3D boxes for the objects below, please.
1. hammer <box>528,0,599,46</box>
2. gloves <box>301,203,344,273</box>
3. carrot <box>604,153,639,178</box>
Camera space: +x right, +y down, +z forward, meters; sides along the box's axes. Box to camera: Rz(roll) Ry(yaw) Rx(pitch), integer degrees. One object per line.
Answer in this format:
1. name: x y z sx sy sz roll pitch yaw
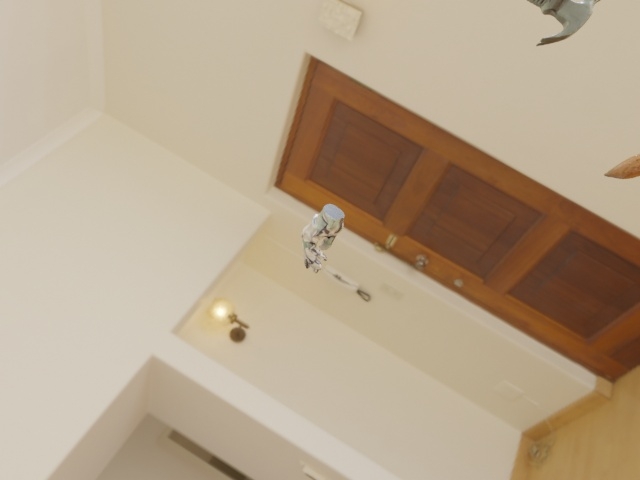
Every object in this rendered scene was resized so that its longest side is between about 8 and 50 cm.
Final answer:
1. hammer: 0.429 -0.494 1.081 0.159 0.226 0.041 -50 1 2
2. gloves: -0.008 -0.003 1.593 0.212 0.111 0.127 -53 12 31
3. carrot: 0.746 -0.174 1.228 0.205 0.072 0.072 -17 19 30
